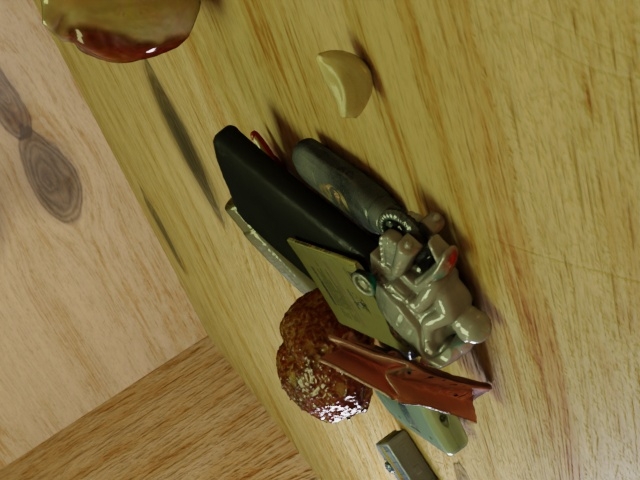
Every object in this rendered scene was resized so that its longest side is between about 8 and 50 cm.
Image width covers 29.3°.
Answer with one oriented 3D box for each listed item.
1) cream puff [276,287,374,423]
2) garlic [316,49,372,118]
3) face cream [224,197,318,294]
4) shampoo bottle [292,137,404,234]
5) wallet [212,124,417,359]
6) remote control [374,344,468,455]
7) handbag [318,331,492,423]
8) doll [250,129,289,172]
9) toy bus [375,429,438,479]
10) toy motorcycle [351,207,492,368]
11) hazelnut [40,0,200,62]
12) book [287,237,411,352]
[{"bbox_3d":[0.008,0.189,2.025,0.240,0.164,0.240,168,90,-80],"label":"cream puff"},{"bbox_3d":[0.031,-0.177,1.363,0.041,0.053,0.083,33,145,67],"label":"garlic"},{"bbox_3d":[-0.037,0.047,2.184,0.341,0.084,0.137,52,172,-16],"label":"face cream"},{"bbox_3d":[0.037,-0.069,1.630,0.234,0.049,0.087,41,162,53],"label":"shampoo bottle"},{"bbox_3d":[0.001,0.000,1.809,0.406,0.062,0.228,38,159,33],"label":"wallet"},{"bbox_3d":[0.148,0.257,2.013,0.140,0.056,0.296,63,168,-14],"label":"remote control"},{"bbox_3d":[0.114,0.180,1.624,0.157,0.059,0.212,21,179,40],"label":"handbag"},{"bbox_3d":[-0.072,-0.096,1.990,0.169,0.057,0.109,46,153,-2],"label":"doll"},{"bbox_3d":[0.185,0.457,2.375,0.190,0.064,0.075,56,156,2],"label":"toy bus"},{"bbox_3d":[0.138,0.071,1.498,0.171,0.110,0.260,32,149,28],"label":"toy motorcycle"},{"bbox_3d":[-0.304,-0.371,1.762,0.261,0.241,0.261,47,162,21],"label":"hazelnut"},{"bbox_3d":[0.039,0.076,1.742,0.192,0.013,0.168,20,147,58],"label":"book"}]
